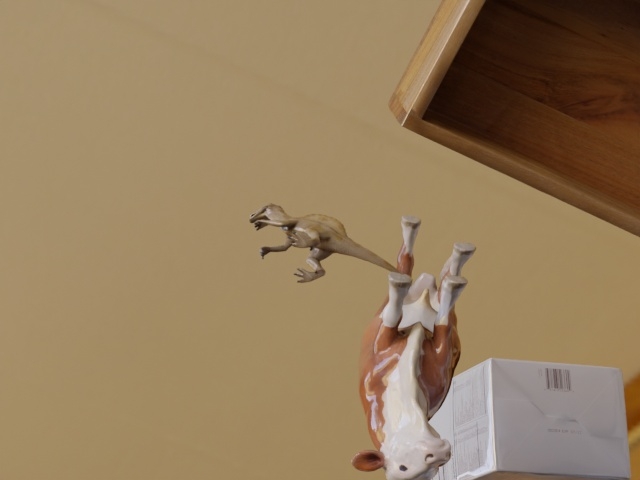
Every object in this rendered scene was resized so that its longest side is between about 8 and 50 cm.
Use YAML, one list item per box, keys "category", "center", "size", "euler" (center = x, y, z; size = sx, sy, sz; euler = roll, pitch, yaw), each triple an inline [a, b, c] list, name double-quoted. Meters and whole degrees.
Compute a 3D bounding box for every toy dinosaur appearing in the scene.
- category: "toy dinosaur"
  center: [0.000, 0.000, 1.574]
  size: [0.183, 0.092, 0.053]
  euler: [23, -56, 18]

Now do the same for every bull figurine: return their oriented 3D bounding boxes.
- category: "bull figurine"
  center: [0.092, 0.105, 1.524]
  size: [0.101, 0.310, 0.188]
  euler: [11, -70, -2]

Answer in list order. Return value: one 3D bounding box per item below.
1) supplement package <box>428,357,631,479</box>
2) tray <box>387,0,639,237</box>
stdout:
- category: "supplement package"
  center: [0.263, 0.252, 2.030]
  size: [0.194, 0.149, 0.203]
  euler: [7, -20, -21]
- category: "tray"
  center: [0.288, -0.116, 1.373]
  size: [0.411, 0.076, 0.203]
  euler: [24, -74, -16]
